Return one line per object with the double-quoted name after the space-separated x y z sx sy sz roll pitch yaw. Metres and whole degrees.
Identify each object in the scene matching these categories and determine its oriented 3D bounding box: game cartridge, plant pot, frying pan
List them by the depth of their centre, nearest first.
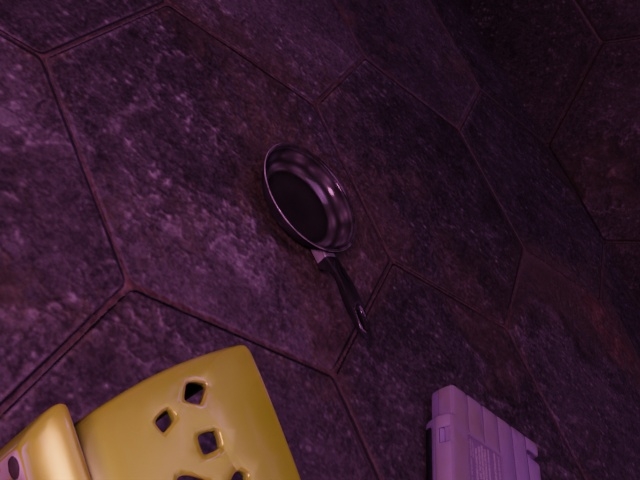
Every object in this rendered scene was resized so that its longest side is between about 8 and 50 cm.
-0.157 0.241 0.638 0.207 0.227 0.228 -6 66 -46 "plant pot"
0.244 0.407 1.132 0.230 0.068 0.355 34 38 -22 "game cartridge"
0.013 -0.009 1.226 0.326 0.053 0.197 58 33 3 "frying pan"
